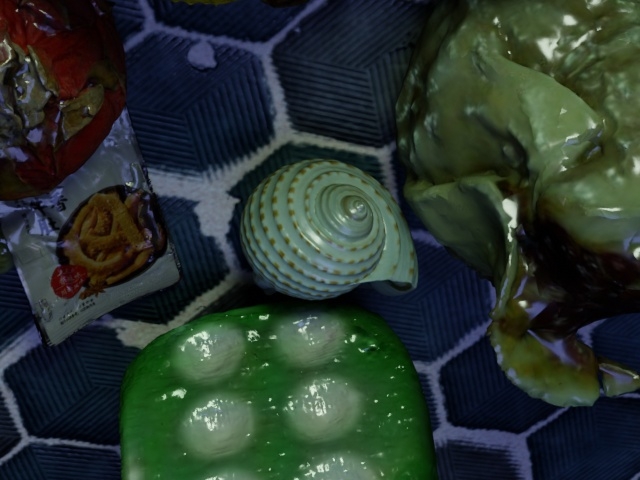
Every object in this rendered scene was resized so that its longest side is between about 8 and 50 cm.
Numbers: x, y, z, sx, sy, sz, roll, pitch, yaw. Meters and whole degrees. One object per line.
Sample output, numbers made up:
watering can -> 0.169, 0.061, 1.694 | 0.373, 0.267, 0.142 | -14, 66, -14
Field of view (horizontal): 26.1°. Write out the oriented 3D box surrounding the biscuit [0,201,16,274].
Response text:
biscuit -> -0.429, -0.009, 1.246 | 0.322, 0.038, 0.099 | 3, 122, -16

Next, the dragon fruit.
dragon fruit -> -0.255, -0.120, 1.111 | 0.223, 0.148, 0.218 | 10, 108, -23

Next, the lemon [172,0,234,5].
lemon -> -0.106, -0.304, 0.961 | 0.321, 0.268, 0.268 | 23, 127, 19

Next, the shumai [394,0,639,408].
shumai -> 0.265, -0.054, 1.201 | 0.395, 0.348, 0.395 | -7, 122, -11

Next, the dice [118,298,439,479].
dice -> -0.038, 0.249, 1.343 | 0.287, 0.297, 0.300 | -5, 144, -4

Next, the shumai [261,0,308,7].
shumai -> -0.008, -0.257, 1.151 | 0.139, 0.105, 0.123 | -35, 83, 1

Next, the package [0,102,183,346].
package -> -0.225, -0.023, 1.279 | 0.154, 0.030, 0.239 | -27, 124, -17

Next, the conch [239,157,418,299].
conch -> 0.001, -0.011, 1.296 | 0.172, 0.200, 0.131 | -1, 91, -28
